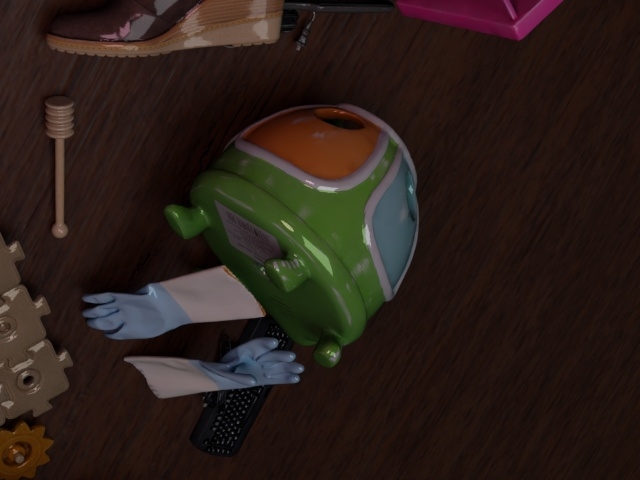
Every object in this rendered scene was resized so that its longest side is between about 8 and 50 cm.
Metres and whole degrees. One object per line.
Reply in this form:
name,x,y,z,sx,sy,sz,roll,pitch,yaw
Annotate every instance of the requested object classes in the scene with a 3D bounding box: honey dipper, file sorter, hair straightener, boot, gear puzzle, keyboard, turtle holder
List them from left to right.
gear puzzle,-0.366,0.135,1.655,0.175,0.044,0.339,-28,129,-15
honey dipper,-0.272,-0.073,1.597,0.030,0.030,0.161,-11,123,-24
boot,-0.159,-0.291,1.520,0.248,0.090,0.207,-7,101,-8
keyboard,-0.096,0.180,1.830,0.100,0.038,0.192,17,106,-35
hair straightener,-0.025,-0.241,1.630,0.230,0.047,0.089,-13,121,-23
turtle holder,0.008,-0.002,1.664,0.227,0.243,0.320,-49,121,-20
file sorter,0.202,-0.378,1.563,0.290,0.202,0.182,-43,124,-16

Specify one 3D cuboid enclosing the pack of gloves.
pack of gloves,-0.146,0.119,1.666,0.195,0.232,0.046,50,44,-36
